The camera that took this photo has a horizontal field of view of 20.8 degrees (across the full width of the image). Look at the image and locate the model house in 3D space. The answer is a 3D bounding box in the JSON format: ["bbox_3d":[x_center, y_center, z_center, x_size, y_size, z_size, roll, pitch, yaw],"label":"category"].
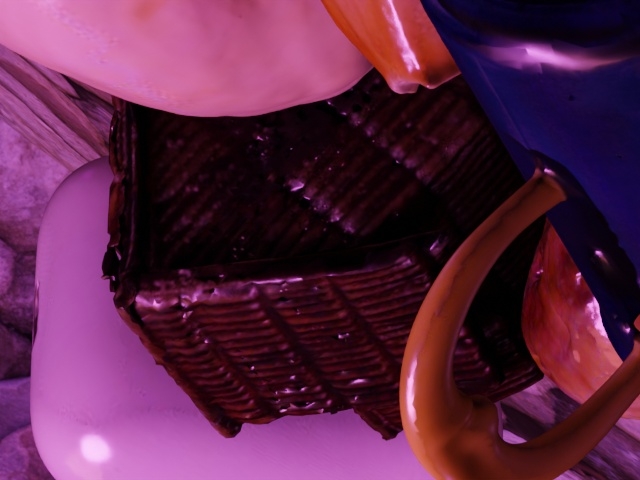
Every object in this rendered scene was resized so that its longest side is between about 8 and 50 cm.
[{"bbox_3d":[0.000,0.000,1.156,0.297,0.282,0.317,30,167,36],"label":"model house"}]

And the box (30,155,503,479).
[{"bbox_3d":[-0.039,0.075,1.297,0.349,0.288,0.141,7,143,-15],"label":"box"}]

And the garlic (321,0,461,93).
[{"bbox_3d":[0.026,-0.171,0.758,0.115,0.128,0.206,19,152,36],"label":"garlic"}]

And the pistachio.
[{"bbox_3d":[-0.092,-0.183,0.895,0.238,0.229,0.321,-11,147,42],"label":"pistachio"}]

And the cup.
[{"bbox_3d":[0.141,-0.027,0.674,0.178,0.255,0.256,1,148,33],"label":"cup"}]

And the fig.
[{"bbox_3d":[0.223,0.055,1.030,0.231,0.143,0.160,38,151,7],"label":"fig"}]
